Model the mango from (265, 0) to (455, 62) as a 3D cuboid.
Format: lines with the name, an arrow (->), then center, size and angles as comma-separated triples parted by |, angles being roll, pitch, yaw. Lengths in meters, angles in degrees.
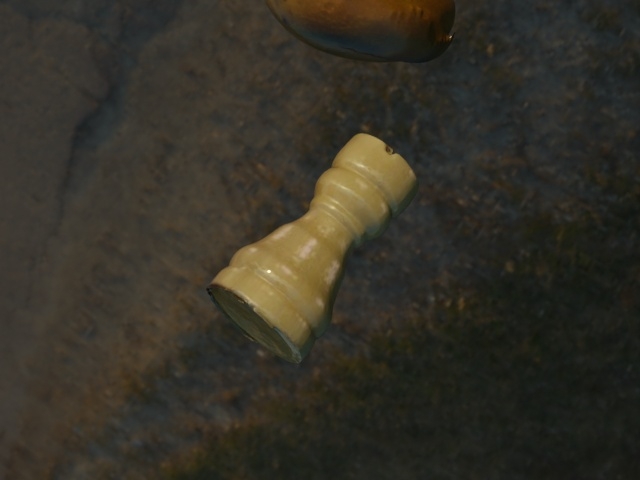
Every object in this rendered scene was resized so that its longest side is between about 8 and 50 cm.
mango -> 0.048, -0.254, 1.213 | 0.136, 0.236, 0.166 | -52, 51, 32

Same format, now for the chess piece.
chess piece -> 0.000, 0.000, 0.629 | 0.066, 0.122, 0.066 | 35, 163, 12
